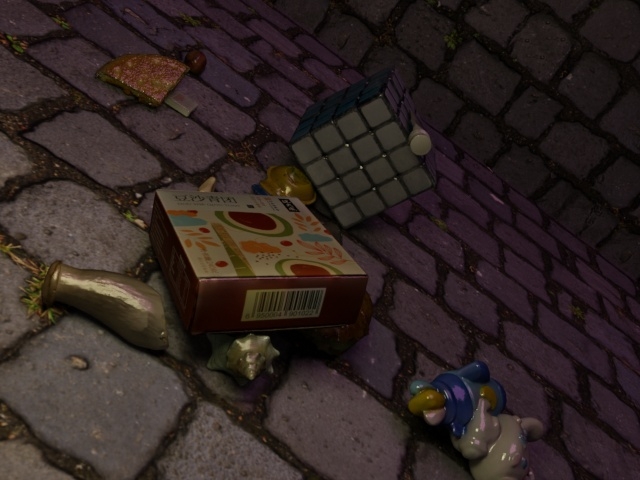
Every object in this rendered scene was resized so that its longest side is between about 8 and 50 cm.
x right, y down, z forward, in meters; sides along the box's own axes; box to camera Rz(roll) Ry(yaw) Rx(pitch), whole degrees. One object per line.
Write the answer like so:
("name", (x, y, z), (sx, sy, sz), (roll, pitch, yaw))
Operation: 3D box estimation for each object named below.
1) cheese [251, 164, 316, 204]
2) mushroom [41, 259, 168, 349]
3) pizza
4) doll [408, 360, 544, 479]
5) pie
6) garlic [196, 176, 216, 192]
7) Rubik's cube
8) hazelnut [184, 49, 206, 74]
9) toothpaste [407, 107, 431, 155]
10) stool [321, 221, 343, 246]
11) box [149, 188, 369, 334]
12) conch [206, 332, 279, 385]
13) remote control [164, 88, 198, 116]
("cheese", (-0.104, -0.162, 1.865), (0.177, 0.069, 0.270), (44, 31, 12))
("mushroom", (-0.376, 0.110, 1.129), (0.247, 0.108, 0.096), (29, -11, -20))
("pizza", (-0.508, -0.466, 1.831), (0.292, 0.058, 0.197), (-18, 72, -35))
("doll", (0.371, 0.414, 1.430), (0.365, 0.187, 0.376), (49, 11, 5))
("pie", (-0.003, 0.140, 1.500), (0.288, 0.103, 0.355), (43, 26, 11))
("garlic", (-0.296, -0.130, 1.613), (0.041, 0.053, 0.083), (20, 43, 1))
("Rubik's cube", (0.148, -0.300, 1.964), (0.343, 0.345, 0.337), (56, 23, -20))
("hazelnut", (-0.435, -0.621, 2.169), (0.086, 0.086, 0.086), (28, 30, -18))
("toothpaste", (0.281, -0.308, 1.777), (0.096, 0.061, 0.266), (55, 20, -18))
("stool", (0.000, 0.000, 1.721), (0.110, 0.096, 0.096), (-9, 53, -47))
("box", (-0.144, 0.031, 1.299), (0.345, 0.122, 0.385), (1, 28, -28))
("conch", (-0.167, 0.218, 1.210), (0.137, 0.114, 0.234), (24, -5, -38))
("remote control", (-0.472, -0.452, 1.915), (0.190, 0.029, 0.087), (33, 28, -9))
